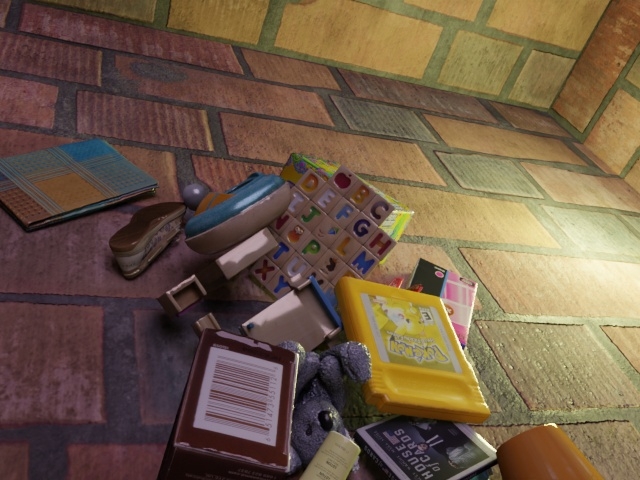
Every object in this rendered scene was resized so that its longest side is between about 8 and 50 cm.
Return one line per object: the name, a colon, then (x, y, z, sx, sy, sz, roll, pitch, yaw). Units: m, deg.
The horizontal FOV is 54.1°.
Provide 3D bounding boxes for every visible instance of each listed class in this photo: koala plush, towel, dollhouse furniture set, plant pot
koala plush: (-0.010, 0.321, 1.155, 0.196, 0.203, 0.221, 3, 58, -21)
towel: (-0.634, -0.152, 1.573, 0.271, 0.040, 0.370, 36, 38, 23)
dollhouse furniture set: (-0.154, 0.176, 1.350, 0.286, 0.198, 0.303, -35, 93, -28)
plant pot: (0.417, 0.444, 1.128, 0.205, 0.205, 0.188, 1, 49, -29)

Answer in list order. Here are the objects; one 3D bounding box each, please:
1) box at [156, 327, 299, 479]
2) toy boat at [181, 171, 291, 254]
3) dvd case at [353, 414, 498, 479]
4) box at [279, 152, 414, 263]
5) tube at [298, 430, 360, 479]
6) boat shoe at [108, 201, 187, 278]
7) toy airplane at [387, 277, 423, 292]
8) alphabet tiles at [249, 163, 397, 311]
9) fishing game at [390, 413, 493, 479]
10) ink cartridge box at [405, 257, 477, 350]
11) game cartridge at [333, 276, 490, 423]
box: (-0.151, 0.326, 0.843, 0.143, 0.381, 0.191, 18, 34, -10)
toy boat: (-0.230, -0.075, 1.459, 0.267, 0.148, 0.318, -35, 16, -27)
dvd case: (0.206, 0.397, 1.203, 0.239, 0.029, 0.179, -7, 34, -39)
box: (0.054, -0.076, 1.644, 0.279, 0.177, 0.290, 34, 14, 20)
tube: (-0.019, 0.426, 1.006, 0.070, 0.062, 0.240, 7, 53, 48)
boat shoe: (-0.399, -0.014, 1.478, 0.105, 0.089, 0.285, 2, 26, 18)
toy airplane: (0.192, 0.132, 1.566, 0.028, 0.151, 0.151, 65, 33, -14)
alphabet tiles: (0.000, 0.000, 1.471, 0.285, 0.342, 0.011, 43, 3, 19)
fishing game: (0.249, 0.435, 1.227, 0.189, 0.041, 0.264, 7, 36, -16)
ink cartridge box: (0.287, 0.188, 1.587, 0.176, 0.069, 0.371, 25, 35, 5)
game cartridge: (0.189, 0.228, 1.334, 0.285, 0.052, 0.323, 14, 36, -25)
